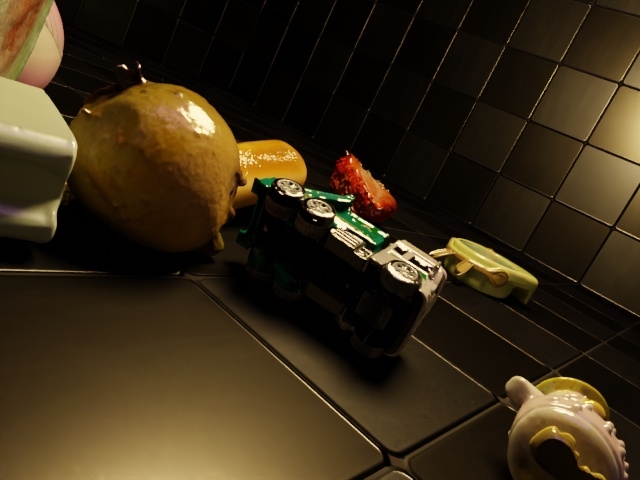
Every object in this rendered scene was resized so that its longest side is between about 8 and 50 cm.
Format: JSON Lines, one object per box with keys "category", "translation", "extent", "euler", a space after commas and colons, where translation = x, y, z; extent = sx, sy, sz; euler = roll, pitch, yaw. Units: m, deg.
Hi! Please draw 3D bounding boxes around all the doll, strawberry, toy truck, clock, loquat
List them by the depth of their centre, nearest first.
{"category": "doll", "translation": [0.206, 0.165, 0.456], "extent": [0.129, 0.081, 0.207], "euler": [51, 19, 18]}
{"category": "loquat", "translation": [-0.151, -0.063, 0.526], "extent": [0.172, 0.149, 0.204], "euler": [10, -38, 48]}
{"category": "toy truck", "translation": [0.024, 0.014, 0.571], "extent": [0.216, 0.110, 0.116], "euler": [33, 33, 20]}
{"category": "clock", "translation": [0.327, 0.056, 1.134], "extent": [0.231, 0.069, 0.170], "euler": [15, 18, -37]}
{"category": "strawberry", "translation": [0.098, -0.084, 1.201], "extent": [0.174, 0.098, 0.228], "euler": [37, 18, -32]}

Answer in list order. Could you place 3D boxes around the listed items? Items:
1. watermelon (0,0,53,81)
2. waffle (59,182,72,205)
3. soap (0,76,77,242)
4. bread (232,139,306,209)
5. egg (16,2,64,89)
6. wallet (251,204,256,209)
{"category": "watermelon", "translation": [-0.323, -0.258, 0.425], "extent": [0.228, 0.387, 0.258], "euler": [32, -3, -25]}
{"category": "waffle", "translation": [-0.278, -0.052, 0.512], "extent": [0.085, 0.016, 0.078], "euler": [15, 16, -30]}
{"category": "soap", "translation": [-0.321, -0.085, 0.363], "extent": [0.265, 0.088, 0.160], "euler": [10, 21, -40]}
{"category": "bread", "translation": [-0.111, -0.085, 0.743], "extent": [0.093, 0.074, 0.239], "euler": [54, 33, 12]}
{"category": "egg", "translation": [-0.416, -0.262, 0.673], "extent": [0.196, 0.196, 0.271], "euler": [23, 17, -15]}
{"category": "wallet", "translation": [0.000, 0.000, 0.785], "extent": [0.165, 0.042, 0.309], "euler": [16, 15, -31]}
